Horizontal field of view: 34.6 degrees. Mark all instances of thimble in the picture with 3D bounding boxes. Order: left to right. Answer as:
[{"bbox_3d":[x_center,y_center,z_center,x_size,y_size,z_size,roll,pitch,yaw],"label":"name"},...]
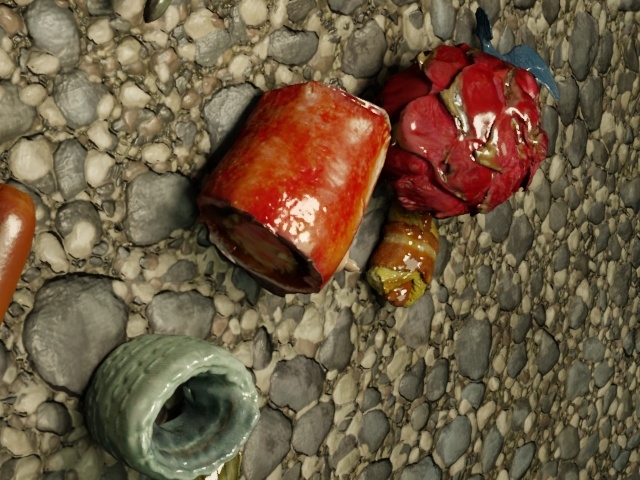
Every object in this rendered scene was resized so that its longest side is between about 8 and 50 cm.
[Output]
[{"bbox_3d":[-0.217,0.247,1.553,0.250,0.172,0.204,-16,108,-39],"label":"thimble"}]

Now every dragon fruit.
[{"bbox_3d":[0.242,-0.190,1.803,0.329,0.329,0.329,-12,107,-42],"label":"dragon fruit"}]

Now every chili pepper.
[{"bbox_3d":[-0.042,-0.093,1.651,0.251,0.229,0.305,27,62,-6],"label":"chili pepper"}]

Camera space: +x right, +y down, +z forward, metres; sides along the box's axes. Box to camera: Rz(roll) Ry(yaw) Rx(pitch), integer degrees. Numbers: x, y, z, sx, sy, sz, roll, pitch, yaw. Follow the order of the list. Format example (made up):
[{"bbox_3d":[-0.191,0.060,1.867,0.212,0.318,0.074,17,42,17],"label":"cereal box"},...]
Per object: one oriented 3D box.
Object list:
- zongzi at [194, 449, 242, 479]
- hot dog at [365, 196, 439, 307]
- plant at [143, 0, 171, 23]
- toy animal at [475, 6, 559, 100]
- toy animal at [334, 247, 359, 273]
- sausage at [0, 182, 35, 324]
[{"bbox_3d":[-0.213,0.374,1.642,0.205,0.094,0.204,-3,97,-44],"label":"zongzi"},{"bbox_3d":[0.168,0.023,1.928,0.146,0.103,0.213,23,82,-44],"label":"hot dog"},{"bbox_3d":[-0.198,-0.435,1.444,0.146,0.149,0.274,52,60,-20],"label":"plant"},{"bbox_3d":[0.329,-0.312,1.984,0.239,0.255,0.176,-16,147,1],"label":"toy animal"},{"bbox_3d":[-0.002,0.003,1.775,0.150,0.083,0.089,54,46,-18],"label":"toy animal"},{"bbox_3d":[-0.450,0.069,1.348,0.089,0.083,0.300,25,80,-32],"label":"sausage"}]
